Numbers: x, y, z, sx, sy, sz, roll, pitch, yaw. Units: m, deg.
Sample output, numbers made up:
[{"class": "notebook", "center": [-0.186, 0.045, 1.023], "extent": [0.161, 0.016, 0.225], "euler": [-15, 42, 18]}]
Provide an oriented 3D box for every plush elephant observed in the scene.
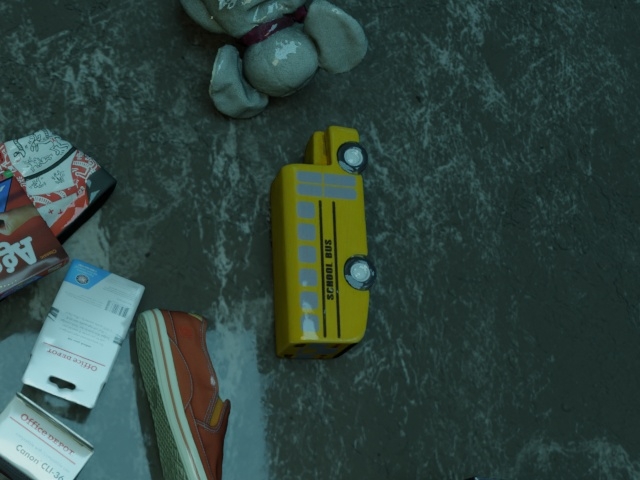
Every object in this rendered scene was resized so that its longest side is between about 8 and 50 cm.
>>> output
[{"class": "plush elephant", "center": [-0.072, -0.336, 1.474], "extent": [0.272, 0.255, 0.330], "euler": [-13, 30, 16]}]

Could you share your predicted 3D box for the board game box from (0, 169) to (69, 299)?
[{"class": "board game box", "center": [-0.467, 0.032, 1.196], "extent": [0.281, 0.027, 0.145], "euler": [-31, 81, -29]}]

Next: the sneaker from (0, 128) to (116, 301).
[{"class": "sneaker", "center": [-0.414, -0.037, 1.315], "extent": [0.145, 0.090, 0.270], "euler": [40, 59, 0]}]

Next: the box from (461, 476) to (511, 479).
[{"class": "box", "center": [0.199, 0.403, 1.250], "extent": [0.143, 0.270, 0.165], "euler": [10, 67, -15]}]

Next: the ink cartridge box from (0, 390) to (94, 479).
[{"class": "ink cartridge box", "center": [-0.338, 0.251, 1.166], "extent": [0.115, 0.198, 0.067], "euler": [36, 63, -3]}]

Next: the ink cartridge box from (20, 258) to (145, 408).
[{"class": "ink cartridge box", "center": [-0.315, 0.128, 1.299], "extent": [0.104, 0.060, 0.180], "euler": [24, 64, -10]}]

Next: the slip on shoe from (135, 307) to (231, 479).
[{"class": "slip on shoe", "center": [-0.160, 0.241, 1.282], "extent": [0.101, 0.123, 0.331], "euler": [-6, 67, -25]}]

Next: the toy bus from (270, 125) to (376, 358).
[{"class": "toy bus", "center": [0.000, 0.000, 1.431], "extent": [0.130, 0.108, 0.332], "euler": [3, 70, -16]}]
